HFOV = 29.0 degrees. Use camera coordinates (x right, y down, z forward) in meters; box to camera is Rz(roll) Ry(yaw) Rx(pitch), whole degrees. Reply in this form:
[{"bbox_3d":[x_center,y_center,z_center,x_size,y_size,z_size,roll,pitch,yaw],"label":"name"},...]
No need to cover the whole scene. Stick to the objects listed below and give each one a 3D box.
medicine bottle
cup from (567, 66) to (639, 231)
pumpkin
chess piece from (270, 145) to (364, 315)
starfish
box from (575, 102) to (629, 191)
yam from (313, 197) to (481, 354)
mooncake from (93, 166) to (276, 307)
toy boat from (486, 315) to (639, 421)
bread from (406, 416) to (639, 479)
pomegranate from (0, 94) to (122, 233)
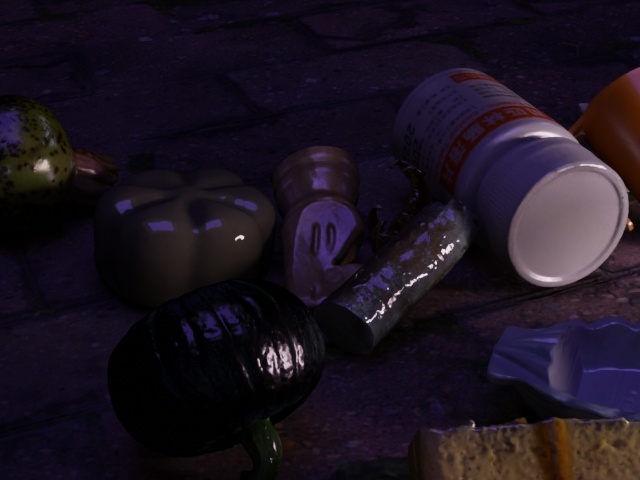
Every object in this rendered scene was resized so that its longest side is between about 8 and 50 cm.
[{"bbox_3d":[0.267,-0.100,1.809,0.211,0.211,0.371,-12,30,-18],"label":"medicine bottle"},{"bbox_3d":[0.491,-0.117,1.824,0.226,0.182,0.264,-24,58,0],"label":"cup"},{"bbox_3d":[-0.101,0.170,1.380,0.248,0.248,0.248,-2,29,1],"label":"pumpkin"},{"bbox_3d":[0.000,0.000,1.766,0.137,0.137,0.301,-3,42,-1],"label":"chess piece"},{"bbox_3d":[0.116,-0.040,1.769,0.074,0.146,0.190,31,16,-8],"label":"starfish"},{"bbox_3d":[0.527,-0.160,2.050,0.149,0.067,0.233,-6,29,-4],"label":"box"},{"bbox_3d":[0.108,0.042,1.636,0.093,0.093,0.259,22,51,36],"label":"yam"},{"bbox_3d":[-0.194,-0.015,1.773,0.275,0.135,0.275,2,27,-1],"label":"mooncake"},{"bbox_3d":[0.343,0.171,1.435,0.290,0.100,0.199,10,31,19],"label":"toy boat"},{"bbox_3d":[0.225,0.279,1.266,0.263,0.198,0.236,-2,-8,-1],"label":"bread"},{"bbox_3d":[-0.451,-0.097,1.914,0.204,0.276,0.222,-44,40,5],"label":"pomegranate"}]
